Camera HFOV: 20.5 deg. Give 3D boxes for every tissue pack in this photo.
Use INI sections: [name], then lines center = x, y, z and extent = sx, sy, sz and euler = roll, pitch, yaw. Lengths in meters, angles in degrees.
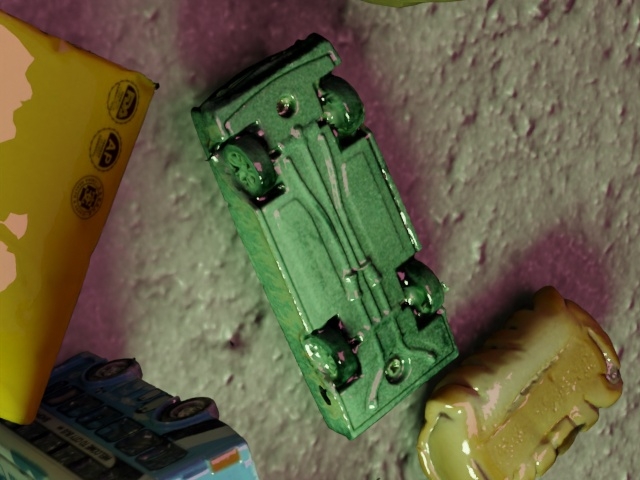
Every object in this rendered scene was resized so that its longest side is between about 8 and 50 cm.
[tissue pack]
center = -0.254, -0.024, 1.249
extent = 0.192, 0.134, 0.271
euler = 23, 81, -34

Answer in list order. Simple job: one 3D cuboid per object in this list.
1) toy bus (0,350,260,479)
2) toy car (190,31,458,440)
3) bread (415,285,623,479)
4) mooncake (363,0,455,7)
[toy bus]
center = -0.143, 0.166, 1.254
extent = 0.131, 0.297, 0.106
euler = -25, 109, -24
[toy car]
center = 0.000, 0.000, 1.453
extent = 0.141, 0.097, 0.320
euler = -36, 115, -26
[bread]
center = 0.176, 0.145, 1.605
extent = 0.225, 0.081, 0.134
euler = -38, 110, -24
[mooncake]
center = 0.108, -0.371, 1.334
extent = 0.201, 0.378, 0.378
euler = -24, 108, -36
